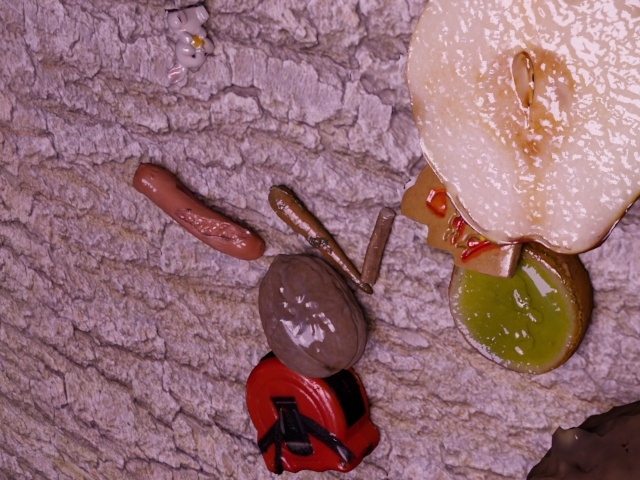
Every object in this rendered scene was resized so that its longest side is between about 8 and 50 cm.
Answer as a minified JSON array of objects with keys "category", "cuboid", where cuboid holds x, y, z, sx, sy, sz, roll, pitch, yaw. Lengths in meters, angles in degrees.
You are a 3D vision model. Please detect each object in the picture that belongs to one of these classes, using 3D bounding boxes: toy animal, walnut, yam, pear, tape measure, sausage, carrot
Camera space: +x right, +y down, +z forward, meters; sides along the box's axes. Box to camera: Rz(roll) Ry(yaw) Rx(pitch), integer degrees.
[{"category":"toy animal","cuboid":[-0.223,-0.333,1.605,0.085,0.071,0.124,2,114,37]},{"category":"walnut","cuboid":[-0.021,0.125,1.623,0.178,0.178,0.231,-37,76,44]},{"category":"yam","cuboid":[0.092,0.012,1.562,0.032,0.032,0.145,31,127,23]},{"category":"pear","cuboid":[0.293,-0.193,1.181,0.340,0.191,0.387,12,120,32]},{"category":"tape measure","cuboid":[-0.031,0.314,1.759,0.253,0.114,0.261,-11,105,41]},{"category":"sausage","cuboid":[-0.230,-0.050,1.758,0.304,0.078,0.078,35,130,19]},{"category":"carrot","cuboid":[0.000,0.000,1.625,0.254,0.049,0.049,46,133,4]}]

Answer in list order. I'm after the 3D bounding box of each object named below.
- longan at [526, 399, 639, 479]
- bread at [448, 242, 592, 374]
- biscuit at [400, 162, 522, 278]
[{"category":"longan","cuboid":[0.440,0.390,1.237,0.391,0.391,0.391,18,123,31]},{"category":"bread","cuboid":[0.292,0.086,1.413,0.236,0.070,0.236,20,124,31]},{"category":"biscuit","cuboid":[0.214,-0.048,1.362,0.212,0.041,0.239,-40,59,31]}]
